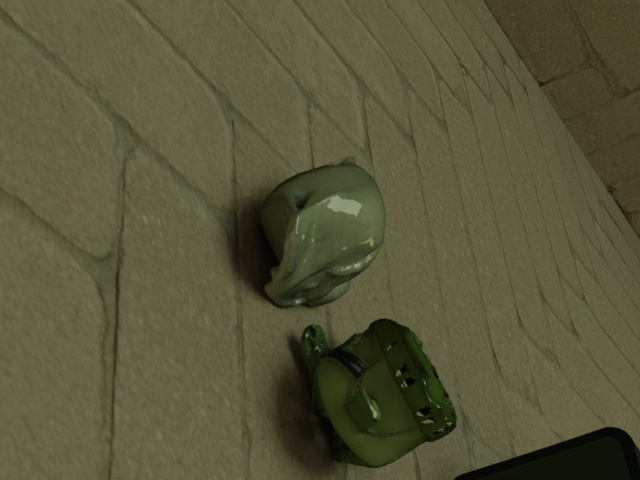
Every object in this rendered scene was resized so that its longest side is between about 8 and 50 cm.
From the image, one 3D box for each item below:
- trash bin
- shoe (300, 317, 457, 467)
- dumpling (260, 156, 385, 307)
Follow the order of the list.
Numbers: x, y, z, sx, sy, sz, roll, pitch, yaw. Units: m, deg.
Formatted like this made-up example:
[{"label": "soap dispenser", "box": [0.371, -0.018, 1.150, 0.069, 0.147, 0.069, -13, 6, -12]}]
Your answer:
[{"label": "trash bin", "box": [0.320, 0.364, 1.330, 0.343, 0.222, 0.158, 41, 32, -50]}, {"label": "shoe", "box": [0.053, 0.137, 1.079, 0.262, 0.128, 0.140, 128, -51, -82]}, {"label": "dumpling", "box": [0.000, 0.000, 1.135, 0.229, 0.124, 0.151, -31, 133, -63]}]
